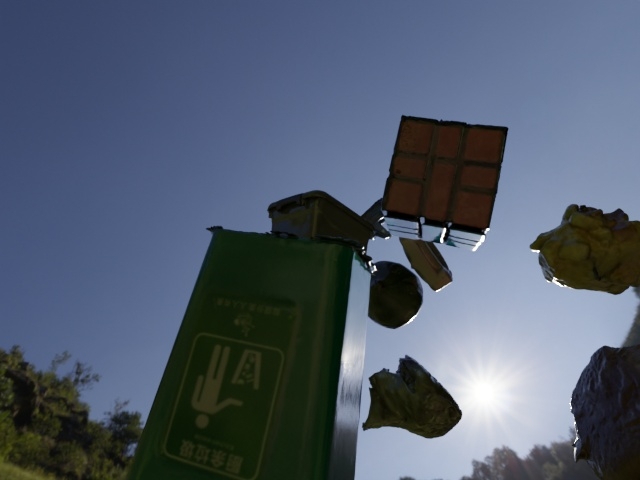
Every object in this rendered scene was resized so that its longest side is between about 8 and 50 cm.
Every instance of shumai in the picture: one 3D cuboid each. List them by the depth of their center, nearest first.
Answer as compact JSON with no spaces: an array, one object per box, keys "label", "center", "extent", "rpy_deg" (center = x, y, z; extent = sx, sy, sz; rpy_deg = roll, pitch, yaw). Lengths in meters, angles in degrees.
[{"label":"shumai","center":[0.285,0.577,1.392],"extent":[0.288,0.292,0.330],"rpy_deg":[-41,-55,-9]}]

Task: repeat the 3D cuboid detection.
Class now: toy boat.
[{"label":"toy boat","center":[0.215,-0.043,1.683],"extent":[0.309,0.142,0.129],"rpy_deg":[-46,-15,1]}]

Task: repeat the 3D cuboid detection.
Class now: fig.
[{"label":"fig","center":[0.179,0.146,1.145],"extent":[0.196,0.195,0.244],"rpy_deg":[-55,-31,13]}]

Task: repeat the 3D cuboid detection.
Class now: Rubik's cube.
[{"label":"Rubik's cube","center":[0.339,-0.150,1.161],"extent":[0.282,0.288,0.294],"rpy_deg":[14,-98,15]}]

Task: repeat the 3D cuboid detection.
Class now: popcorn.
[{"label":"popcorn","center":[0.697,0.030,1.062],"extent":[0.285,0.215,0.252],"rpy_deg":[4,-47,-15]}]

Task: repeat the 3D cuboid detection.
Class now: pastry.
[{"label":"pastry","center":[0.463,0.264,0.596],"extent":[0.100,0.229,0.219],"rpy_deg":[12,-84,2]}]

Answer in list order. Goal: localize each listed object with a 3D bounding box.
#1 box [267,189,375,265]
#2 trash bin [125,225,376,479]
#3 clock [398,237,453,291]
[{"label":"box","center":[0.000,0.000,0.675],"extent":[0.123,0.093,0.172],"rpy_deg":[-12,-27,38]},{"label":"trash bin","center":[-0.052,0.196,0.514],"extent":[0.258,0.295,0.382],"rpy_deg":[8,-104,17]},{"label":"clock","center":[0.467,0.073,1.806],"extent":[0.114,0.309,0.284],"rpy_deg":[-37,-100,19]}]
